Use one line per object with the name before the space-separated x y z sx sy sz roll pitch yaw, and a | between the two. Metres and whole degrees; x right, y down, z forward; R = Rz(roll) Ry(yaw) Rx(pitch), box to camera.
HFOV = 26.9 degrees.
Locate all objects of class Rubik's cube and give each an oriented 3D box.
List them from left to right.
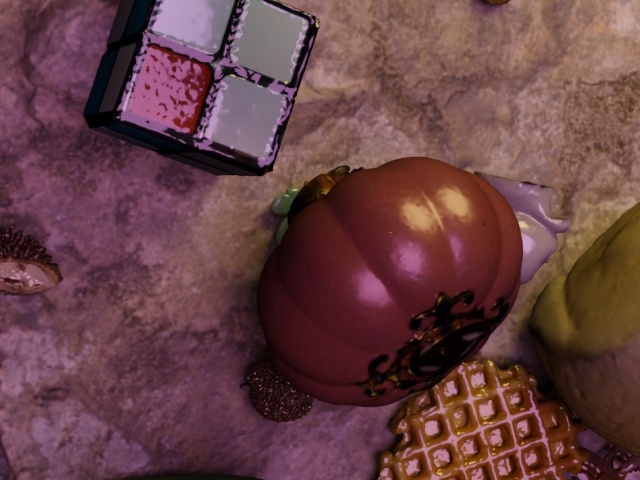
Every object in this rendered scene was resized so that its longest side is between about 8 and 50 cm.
Rubik's cube | -0.130 -0.176 1.411 0.180 0.167 0.183 22 84 -21

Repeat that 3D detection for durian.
durian | -0.335 0.020 1.417 0.130 0.052 0.066 8 129 -20
durian | -0.048 0.169 1.523 0.091 0.080 0.080 -5 97 19

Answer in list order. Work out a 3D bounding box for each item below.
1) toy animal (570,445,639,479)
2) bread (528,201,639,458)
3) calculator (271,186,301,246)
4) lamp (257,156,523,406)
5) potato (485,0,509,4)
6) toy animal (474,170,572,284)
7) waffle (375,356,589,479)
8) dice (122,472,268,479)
toy animal | 0.322 0.319 1.677 0.179 0.089 0.188 -41 105 -10
bread | 0.407 0.104 1.569 0.237 0.320 0.321 36 80 -20
calculator | 0.000 0.000 1.553 0.095 0.021 0.153 -46 109 -14
lamp | 0.066 0.033 1.442 0.305 0.305 0.240 -23 60 -19
potato | 0.231 -0.320 1.614 0.046 0.045 0.092 35 75 16
toy animal | 0.226 0.033 1.604 0.130 0.103 0.221 11 90 -23
waffle | 0.196 0.269 1.609 0.245 0.052 0.254 31 82 -5
dice | -0.158 0.425 1.356 0.330 0.322 0.319 -5 96 -20
